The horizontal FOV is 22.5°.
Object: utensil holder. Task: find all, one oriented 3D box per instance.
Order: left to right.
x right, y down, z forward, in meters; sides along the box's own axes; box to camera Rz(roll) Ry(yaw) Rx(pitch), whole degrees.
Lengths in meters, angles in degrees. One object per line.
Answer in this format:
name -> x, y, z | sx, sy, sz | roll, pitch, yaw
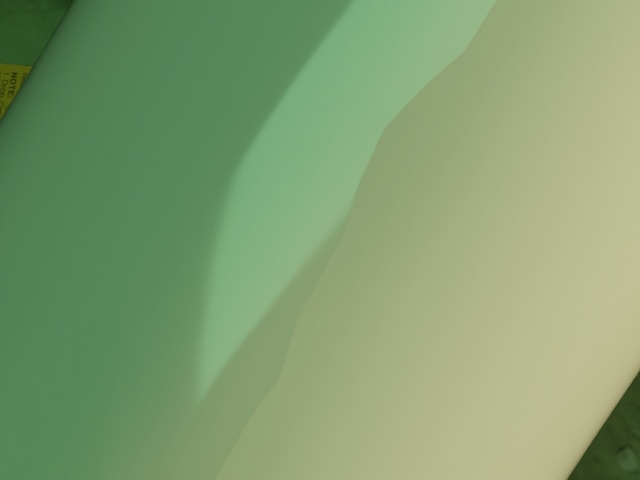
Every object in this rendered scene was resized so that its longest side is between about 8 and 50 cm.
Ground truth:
utensil holder -> 0.000, 0.000, 0.757 | 0.328, 0.327, 0.385 | 33, 93, 14

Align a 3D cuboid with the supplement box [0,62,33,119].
supplement box -> -0.234, -0.062, 0.947 | 0.233, 0.078, 0.080 | 4, 76, 9
